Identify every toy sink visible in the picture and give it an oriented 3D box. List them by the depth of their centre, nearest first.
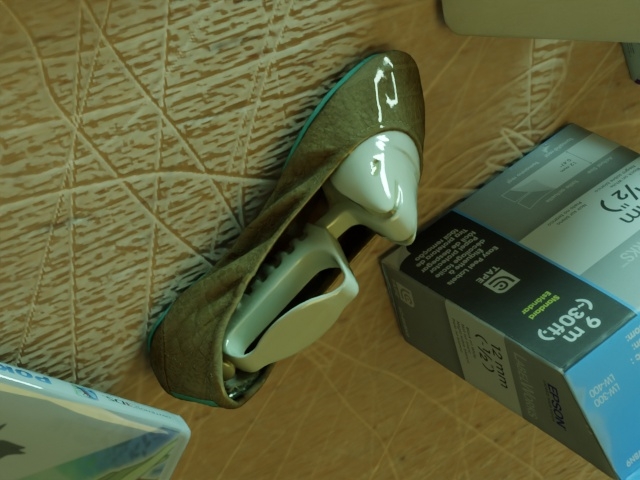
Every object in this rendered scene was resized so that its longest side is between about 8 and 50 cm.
[{"bbox_3d":[0.226,-0.258,1.252,0.131,0.234,0.153,-50,137,-50],"label":"toy sink"}]

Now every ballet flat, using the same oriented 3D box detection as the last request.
[{"bbox_3d":[0.000,0.000,1.219,0.342,0.124,0.116,-50,133,-9],"label":"ballet flat"}]

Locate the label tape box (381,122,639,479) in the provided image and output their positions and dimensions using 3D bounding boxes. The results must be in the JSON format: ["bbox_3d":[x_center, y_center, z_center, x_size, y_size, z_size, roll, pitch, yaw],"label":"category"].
[{"bbox_3d":[0.259,0.053,1.300,0.249,0.347,0.115,-34,128,-22],"label":"label tape box"}]

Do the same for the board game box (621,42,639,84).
[{"bbox_3d":[0.419,-0.262,1.417,0.275,0.142,0.144,-40,131,-17],"label":"board game box"}]

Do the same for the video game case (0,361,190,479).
[{"bbox_3d":[-0.291,0.238,1.109,0.300,0.036,0.329,21,100,-31],"label":"video game case"}]
